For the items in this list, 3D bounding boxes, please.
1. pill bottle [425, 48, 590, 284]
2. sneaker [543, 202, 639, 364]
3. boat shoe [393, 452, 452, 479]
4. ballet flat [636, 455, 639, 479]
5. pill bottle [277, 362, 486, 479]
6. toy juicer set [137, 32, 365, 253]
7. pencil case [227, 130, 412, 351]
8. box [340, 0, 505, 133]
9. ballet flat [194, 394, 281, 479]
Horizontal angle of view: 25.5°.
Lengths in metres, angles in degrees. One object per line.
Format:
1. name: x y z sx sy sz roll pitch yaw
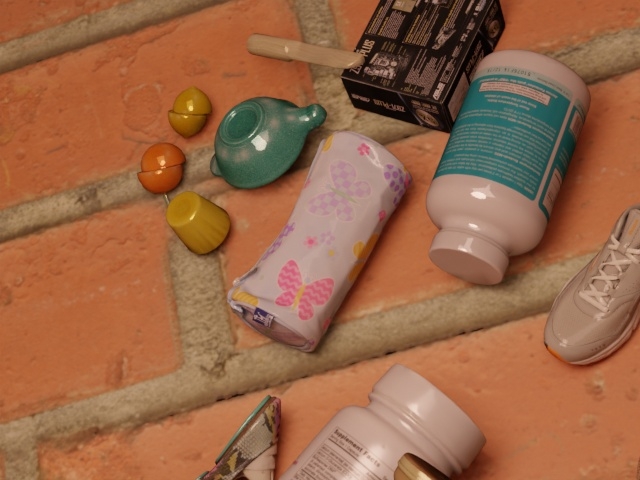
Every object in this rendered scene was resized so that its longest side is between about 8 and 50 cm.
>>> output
1. pill bottle: 0.214 -0.083 1.677 0.146 0.146 0.264 14 68 23
2. sneaker: 0.341 0.022 1.598 0.099 0.121 0.262 37 79 30
3. boat shoe: 0.160 0.339 1.438 0.089 0.104 0.285 -40 96 3
4. ballet flat: 0.346 0.343 1.438 0.108 0.106 0.316 -6 61 27
5. pill bottle: 0.040 0.281 1.533 0.160 0.160 0.283 36 78 29
6. toy juicer set: -0.099 -0.149 1.849 0.329 0.089 0.209 -46 47 0
7. pencil case: 0.000 0.000 1.718 0.124 0.113 0.273 25 73 21
8. box: 0.134 -0.245 1.824 0.147 0.077 0.180 17 70 24
9. ballet flat: -0.106 0.281 1.638 0.079 0.077 0.221 44 86 11
